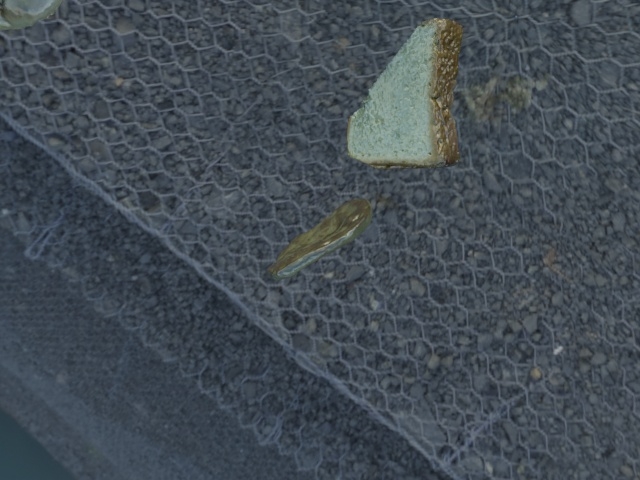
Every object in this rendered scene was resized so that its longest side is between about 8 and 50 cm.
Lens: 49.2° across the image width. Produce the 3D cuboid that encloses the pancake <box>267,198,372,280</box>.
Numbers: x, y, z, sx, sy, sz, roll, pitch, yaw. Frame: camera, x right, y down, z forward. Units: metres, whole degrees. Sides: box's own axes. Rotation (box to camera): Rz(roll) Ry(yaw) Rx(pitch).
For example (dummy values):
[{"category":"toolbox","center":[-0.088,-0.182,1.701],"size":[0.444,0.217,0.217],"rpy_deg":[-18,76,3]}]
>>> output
[{"category":"pancake","center":[0.000,0.001,1.335],"size":[0.236,0.222,0.042],"rpy_deg":[-37,105,-13]}]

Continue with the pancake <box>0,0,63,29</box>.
[{"category":"pancake","center":[-0.500,-0.420,0.883],"size":[0.386,0.082,0.387],"rpy_deg":[16,147,11]}]

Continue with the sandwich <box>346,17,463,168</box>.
[{"category":"sandwich","center":[0.162,-0.284,1.396],"size":[0.254,0.099,0.289],"rpy_deg":[14,107,49]}]
